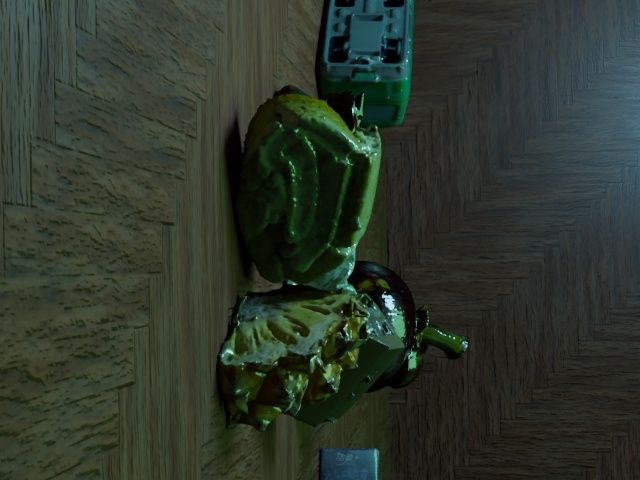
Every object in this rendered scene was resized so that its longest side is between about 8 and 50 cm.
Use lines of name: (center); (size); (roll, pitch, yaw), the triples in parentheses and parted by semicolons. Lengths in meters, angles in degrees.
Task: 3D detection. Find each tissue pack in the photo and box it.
tissue pack: (0.055, 0.471, 2.263); (0.051, 0.112, 0.156); (66, 24, -72)

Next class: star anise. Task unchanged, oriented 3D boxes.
star anise: (-0.014, -0.141, 1.803); (0.346, 0.148, 0.237); (-82, -170, -61)

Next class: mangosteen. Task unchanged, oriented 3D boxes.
mangosteen: (0.108, 0.152, 2.070); (0.231, 0.289, 0.231); (-174, -90, -78)

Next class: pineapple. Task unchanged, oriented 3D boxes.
pineapple: (-0.043, 0.135, 1.524); (0.236, 0.186, 0.114); (-29, 135, -30)

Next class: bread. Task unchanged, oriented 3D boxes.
bread: (-0.017, -0.060, 1.583); (0.124, 0.186, 0.257); (-84, 178, -64)

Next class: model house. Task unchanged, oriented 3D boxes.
model house: (-0.033, 0.153, 1.692); (0.176, 0.181, 0.248); (51, 25, 23)

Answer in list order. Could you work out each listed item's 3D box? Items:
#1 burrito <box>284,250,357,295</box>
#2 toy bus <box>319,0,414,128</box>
burrito: (0.000, 0.000, 1.948); (0.089, 0.144, 0.229); (179, -83, -73)
toy bus: (0.100, -0.388, 2.455); (0.199, 0.183, 0.343); (85, 9, -46)
